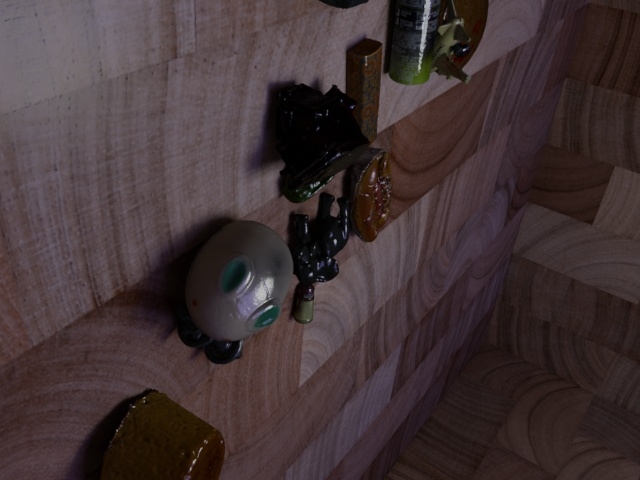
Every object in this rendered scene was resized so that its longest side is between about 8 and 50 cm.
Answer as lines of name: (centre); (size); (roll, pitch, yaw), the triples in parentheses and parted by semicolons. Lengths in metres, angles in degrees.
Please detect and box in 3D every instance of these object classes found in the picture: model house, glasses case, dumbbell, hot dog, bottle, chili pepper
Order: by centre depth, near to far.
model house: (-0.006, -0.203, 1.158); (0.141, 0.164, 0.203); (-36, 176, 31)
dumbbell: (-0.198, 0.174, 1.159); (0.081, 0.082, 0.254); (-58, 153, -14)
chili pepper: (0.002, -0.155, 1.265); (0.204, 0.073, 0.072); (-49, 136, -32)
bottle: (0.200, -0.490, 1.304); (0.093, 0.093, 0.330); (-41, 146, -40)
glasses case: (0.092, -0.300, 1.319); (0.075, 0.049, 0.218); (-43, 147, -37)
bottle: (-0.037, 0.141, 1.478); (0.063, 0.047, 0.101); (-95, -170, -64)
hot dog: (0.119, -0.102, 1.515); (0.144, 0.075, 0.268); (-52, 154, -30)

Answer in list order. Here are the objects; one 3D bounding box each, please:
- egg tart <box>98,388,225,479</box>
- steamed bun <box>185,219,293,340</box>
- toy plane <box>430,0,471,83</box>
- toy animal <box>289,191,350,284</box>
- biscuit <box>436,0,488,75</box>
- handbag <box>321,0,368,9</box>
egg tart: (-0.271, 0.380, 1.108); (0.215, 0.171, 0.215); (11, 90, -74)
steamed bun: (-0.126, 0.066, 1.077); (0.177, 0.131, 0.228); (59, 40, -23)
toy plane: (0.277, -0.441, 1.437); (0.092, 0.228, 0.244); (-20, 171, -7)
toy animal: (0.004, 0.003, 1.346); (0.245, 0.115, 0.146); (-34, 140, -46)
biscuit: (0.362, -0.551, 1.608); (0.273, 0.049, 0.257); (-47, 148, -35)
handbag: (0.046, -0.506, 1.028); (0.175, 0.089, 0.270); (-52, 149, -47)
